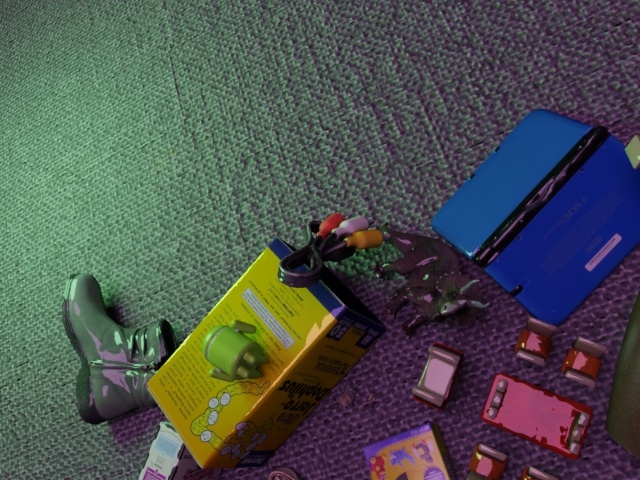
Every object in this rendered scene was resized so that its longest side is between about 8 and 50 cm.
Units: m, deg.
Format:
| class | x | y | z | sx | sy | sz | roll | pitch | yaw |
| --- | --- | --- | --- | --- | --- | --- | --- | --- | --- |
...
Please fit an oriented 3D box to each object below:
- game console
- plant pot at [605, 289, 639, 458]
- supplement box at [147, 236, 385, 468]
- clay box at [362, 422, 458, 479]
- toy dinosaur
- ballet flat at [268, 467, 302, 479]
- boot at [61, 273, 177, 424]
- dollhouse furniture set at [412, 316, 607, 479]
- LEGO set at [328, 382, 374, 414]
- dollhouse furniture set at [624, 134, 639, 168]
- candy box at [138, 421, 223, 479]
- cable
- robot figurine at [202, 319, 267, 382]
| class | x | y | z | sx | sy | sz | roll | pitch | yaw |
| --- | --- | --- | --- | --- | --- | --- | --- | --- | --- |
| game console | 0.380 | -0.048 | 1.084 | 0.250 | 0.173 | 0.293 | 42 | 95 | 0 |
| plant pot | 0.492 | 0.187 | 0.863 | 0.215 | 0.215 | 0.231 | 32 | 103 | 31 |
| supplement box | -0.092 | 0.207 | 1.136 | 0.356 | 0.194 | 0.195 | -49 | 59 | 5 |
| clay box | 0.163 | 0.420 | 1.019 | 0.127 | 0.053 | 0.222 | -27 | 62 | 17 |
| toy dinosaur | 0.185 | 0.068 | 1.104 | 0.160 | 0.121 | 0.314 | -29 | 31 | 12 |
| ballet flat | -0.028 | 0.458 | 1.102 | 0.168 | 0.052 | 0.057 | 31 | 88 | 31 |
| boot | -0.412 | 0.204 | 1.359 | 0.222 | 0.118 | 0.338 | -21 | 76 | 16 |
| dollhouse furniture set | 0.282 | 0.249 | 0.997 | 0.259 | 0.135 | 0.262 | 21 | 83 | 19 |
| LEGO set | 0.057 | 0.285 | 1.139 | 0.083 | 0.023 | 0.054 | 16 | 83 | 16 |
| dollhouse furniture set | 0.518 | -0.134 | 0.970 | 0.181 | 0.101 | 0.161 | 8 | 49 | -9 |
| candy box | -0.261 | 0.454 | 1.158 | 0.071 | 0.159 | 0.234 | 15 | 81 | 28 |
| cable | 0.000 | 0.000 | 1.061 | 0.139 | 0.287 | 0.072 | 24 | 110 | 24 |
| robot figurine | -0.141 | 0.177 | 1.016 | 0.115 | 0.067 | 0.101 | 25 | 94 | 31 |
